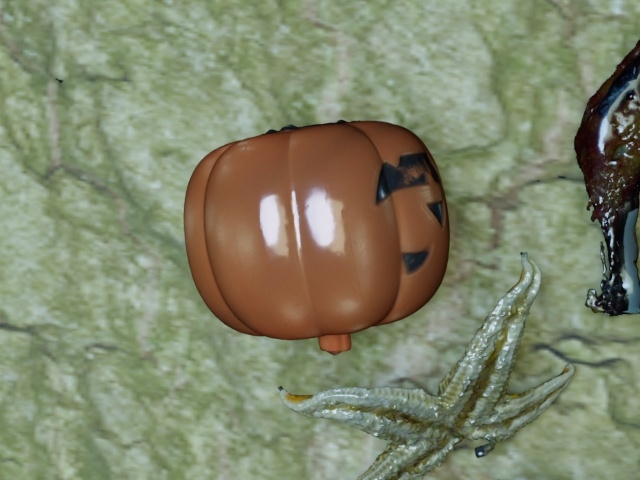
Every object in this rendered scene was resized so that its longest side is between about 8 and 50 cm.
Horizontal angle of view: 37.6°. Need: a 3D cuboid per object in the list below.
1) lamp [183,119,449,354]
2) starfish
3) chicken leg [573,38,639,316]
[{"bbox_3d":[0.000,0.000,0.658,0.188,0.187,0.163,-8,95,6],"label":"lamp"},{"bbox_3d":[0.074,0.125,0.692,0.247,0.050,0.138,-31,122,4],"label":"starfish"},{"bbox_3d":[0.242,-0.067,0.698,0.106,0.051,0.253,23,96,0],"label":"chicken leg"}]
